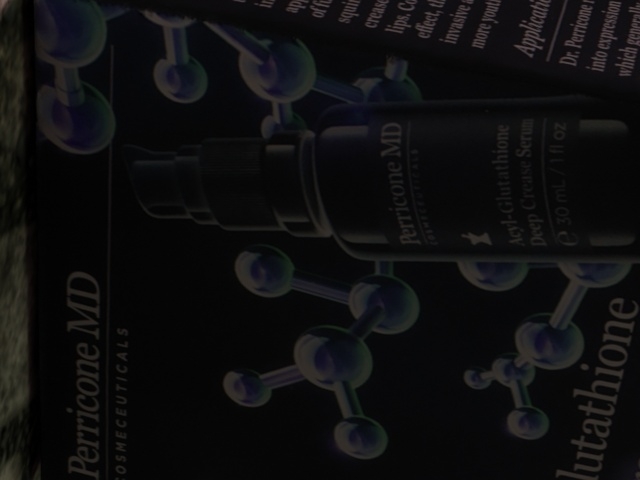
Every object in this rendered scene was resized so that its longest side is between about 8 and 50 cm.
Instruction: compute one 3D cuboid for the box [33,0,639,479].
[{"bbox_3d":[0.079,-0.005,0.842,0.212,0.396,0.293,-64,163,-53],"label":"box"}]
